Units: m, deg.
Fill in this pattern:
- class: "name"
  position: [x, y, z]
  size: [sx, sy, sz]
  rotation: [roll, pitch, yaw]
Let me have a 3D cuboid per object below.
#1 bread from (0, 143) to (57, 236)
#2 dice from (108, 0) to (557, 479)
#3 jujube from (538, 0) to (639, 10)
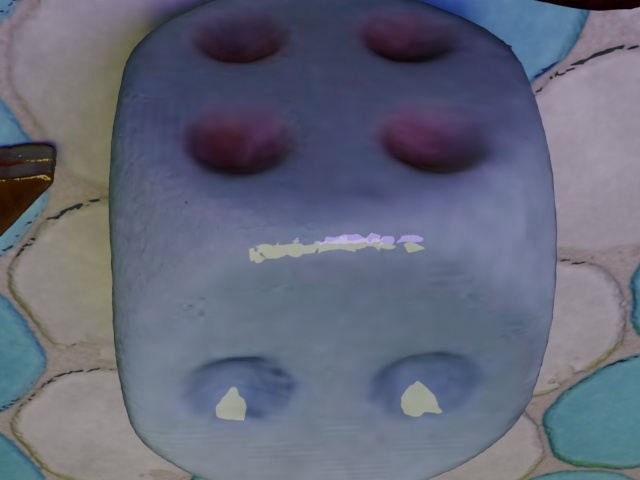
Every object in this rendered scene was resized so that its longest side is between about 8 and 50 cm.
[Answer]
- class: "bread"
  position: [-0.261, -0.042, 0.726]
  size: [0.062, 0.043, 0.109]
  rotation: [28, 127, -31]
- class: "dice"
  position: [0.000, 0.000, 0.639]
  size: [0.262, 0.268, 0.264]
  rotation: [-1, 135, -5]
- class: "jujube"
  position: [0.122, -0.216, 0.529]
  size: [0.236, 0.168, 0.168]
  rotation: [9, 135, 10]
